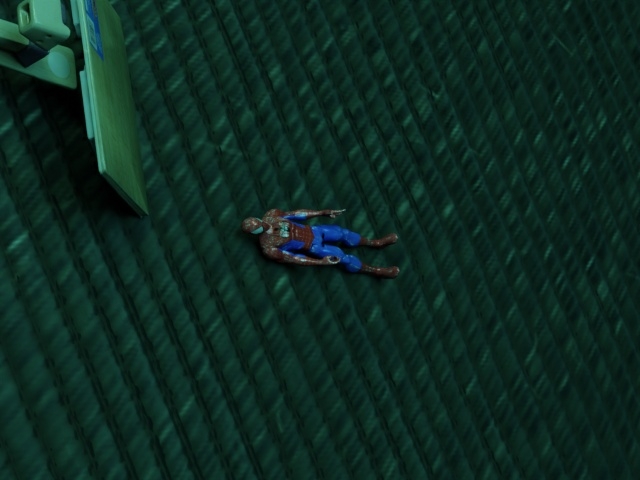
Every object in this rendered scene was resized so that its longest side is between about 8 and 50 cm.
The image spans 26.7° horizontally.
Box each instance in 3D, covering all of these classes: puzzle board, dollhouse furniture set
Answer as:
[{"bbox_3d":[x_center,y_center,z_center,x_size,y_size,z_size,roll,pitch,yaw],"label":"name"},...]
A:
[{"bbox_3d":[-0.122,-0.085,0.766,0.011,0.096,0.128,-11,76,4],"label":"puzzle board"},{"bbox_3d":[-0.161,-0.143,0.763,0.081,0.091,0.114,13,61,-49],"label":"dollhouse furniture set"}]

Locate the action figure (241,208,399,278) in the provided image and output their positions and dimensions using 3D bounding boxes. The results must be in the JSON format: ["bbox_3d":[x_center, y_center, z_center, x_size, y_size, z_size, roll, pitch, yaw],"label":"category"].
[{"bbox_3d":[0.000,0.000,0.855,0.115,0.030,0.038,10,72,-31],"label":"action figure"}]
